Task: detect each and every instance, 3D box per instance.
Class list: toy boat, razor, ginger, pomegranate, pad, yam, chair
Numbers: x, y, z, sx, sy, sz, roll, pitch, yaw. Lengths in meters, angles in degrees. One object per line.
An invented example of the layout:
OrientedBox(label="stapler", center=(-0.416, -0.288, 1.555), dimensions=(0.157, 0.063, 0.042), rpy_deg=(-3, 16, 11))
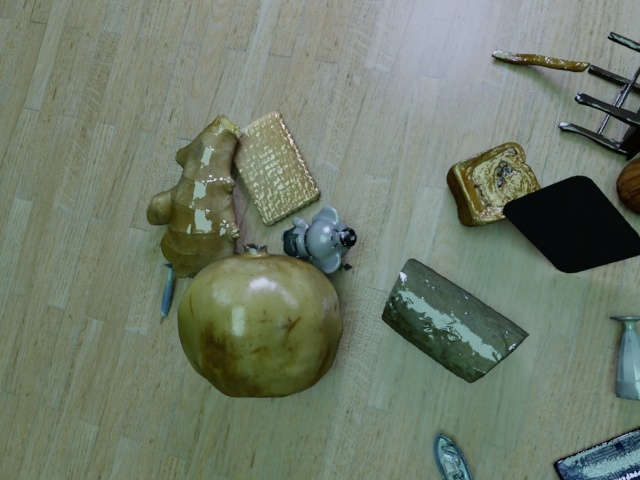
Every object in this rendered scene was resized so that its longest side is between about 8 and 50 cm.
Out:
OrientedBox(label="toy boat", center=(0.266, 0.457, 1.022), dimensions=(0.059, 0.066, 0.140), rpy_deg=(-25, 77, 14))
OrientedBox(label="razor", center=(-0.369, 0.121, 1.232), dimensions=(0.040, 0.068, 0.135), rpy_deg=(14, 99, 15))
OrientedBox(label="ginger", center=(-0.284, -0.098, 1.199), dimensions=(0.236, 0.166, 0.375), rpy_deg=(-9, 68, 37))
OrientedBox(label="pomegranate", center=(-0.120, 0.162, 1.032), dimensions=(0.333, 0.332, 0.332), rpy_deg=(-2, 83, 14))
OrientedBox(label="pad", center=(0.528, -0.066, 0.905), dimensions=(0.250, 0.055, 0.323), rpy_deg=(38, 120, -25))
OrientedBox(label="yam", center=(0.254, 0.164, 1.011), dimensions=(0.268, 0.161, 0.161), rpy_deg=(36, 93, 15))
OrientedBox(label="chair", center=(0.658, -0.248, 0.964), dimensions=(0.319, 0.160, 0.186), rpy_deg=(28, 85, 16))

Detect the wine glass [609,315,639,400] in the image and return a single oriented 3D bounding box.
OrientedBox(label="wine glass", center=(0.598, 0.222, 0.967), dimensions=(0.073, 0.073, 0.155), rpy_deg=(-3, 80, 14))

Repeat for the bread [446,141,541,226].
OrientedBox(label="bread", center=(0.347, -0.112, 1.030), dimensions=(0.158, 0.143, 0.149), rpy_deg=(-17, 87, 11))

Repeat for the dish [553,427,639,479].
OrientedBox(label="dish", center=(0.581, 0.451, 0.916), dimensions=(0.243, 0.182, 0.080), rpy_deg=(-27, 114, 9))

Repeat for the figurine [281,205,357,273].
OrientedBox(label="figurine", center=(0.000, 0.000, 1.107), dimensions=(0.192, 0.126, 0.147), rpy_deg=(-2, 94, 43))

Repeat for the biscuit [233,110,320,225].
OrientedBox(label="biscuit", center=(-0.115, -0.173, 1.208), dimensions=(0.160, 0.030, 0.249), rpy_deg=(-29, 78, 9))

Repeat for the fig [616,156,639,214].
OrientedBox(label="fig", center=(0.645, -0.127, 0.931), dimensions=(0.146, 0.201, 0.133), rpy_deg=(-30, 65, 1))

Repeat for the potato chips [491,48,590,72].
OrientedBox(label="potato chips", center=(0.459, -0.375, 1.060), dimensions=(0.204, 0.037, 0.026), rpy_deg=(29, 108, 38))
